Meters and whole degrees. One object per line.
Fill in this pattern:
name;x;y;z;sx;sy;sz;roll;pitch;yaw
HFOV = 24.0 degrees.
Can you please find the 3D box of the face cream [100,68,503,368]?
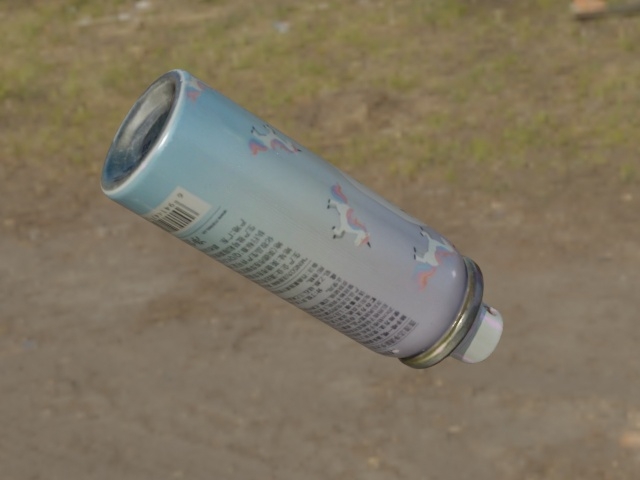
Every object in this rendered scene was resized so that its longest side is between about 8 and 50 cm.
face cream;0.000;0.000;0.781;0.229;0.075;0.075;32;3;-26
